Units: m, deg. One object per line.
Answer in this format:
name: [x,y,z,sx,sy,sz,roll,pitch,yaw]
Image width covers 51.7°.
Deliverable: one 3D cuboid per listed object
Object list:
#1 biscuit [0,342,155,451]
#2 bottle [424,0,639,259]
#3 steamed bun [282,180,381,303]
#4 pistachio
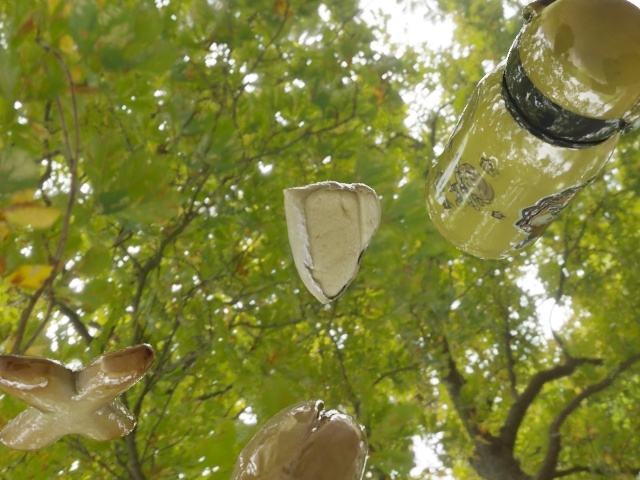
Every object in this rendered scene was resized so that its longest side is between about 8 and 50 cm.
biscuit: [-0.282,0.185,0.756,0.164,0.208,0.047,-3,-125,-24]
bottle: [0.240,-0.119,0.739,0.171,0.351,0.171,3,-114,-6]
steamed bun: [0.017,-0.021,1.236,0.212,0.110,0.231,-30,-60,-38]
pistachio: [-0.031,0.327,0.898,0.162,0.181,0.293,20,-153,13]
